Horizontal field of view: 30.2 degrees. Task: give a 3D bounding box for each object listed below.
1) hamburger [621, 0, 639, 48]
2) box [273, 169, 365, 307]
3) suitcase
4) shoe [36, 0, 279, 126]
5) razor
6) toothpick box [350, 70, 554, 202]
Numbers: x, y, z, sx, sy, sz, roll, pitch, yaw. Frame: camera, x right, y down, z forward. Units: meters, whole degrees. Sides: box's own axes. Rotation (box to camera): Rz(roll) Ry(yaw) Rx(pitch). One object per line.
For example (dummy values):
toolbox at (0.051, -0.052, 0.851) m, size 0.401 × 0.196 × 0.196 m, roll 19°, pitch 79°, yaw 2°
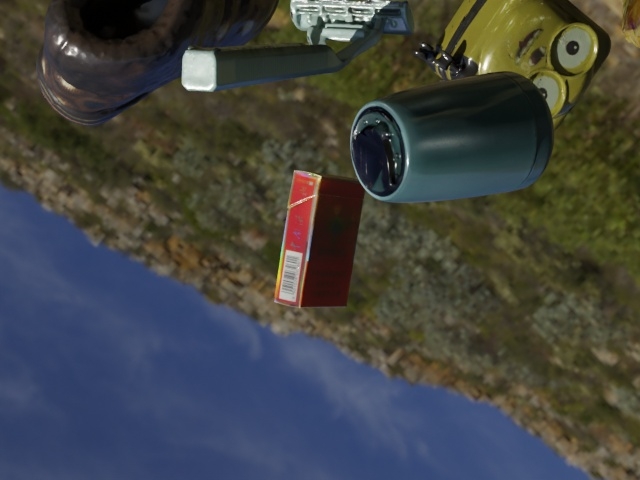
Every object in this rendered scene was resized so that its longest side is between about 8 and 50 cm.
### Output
hamburger at (0.381, -0.259, 1.090) m, size 0.132 × 0.211 × 0.309 m, roll 57°, pitch 168°, yaw -10°
box at (-0.001, 0.000, 1.560) m, size 0.048 × 0.175 × 0.112 m, roll 12°, pitch -176°, yaw 36°
suitcase at (0.279, -0.265, 1.665) m, size 0.234 × 0.194 × 0.143 m, roll 30°, pitch -173°, yaw -28°
shoe at (-0.194, -0.312, 1.549) m, size 0.384 × 0.237 × 0.171 m, roll -35°, pitch -92°, yaw -25°
razor at (-0.026, -0.146, 0.932) m, size 0.111 × 0.056 × 0.278 m, roll 7°, pitch -159°, yaw 24°
toothpick box at (0.123, -0.096, 1.149) m, size 0.184 × 0.120 × 0.120 m, roll -12°, pitch -126°, yaw -31°
